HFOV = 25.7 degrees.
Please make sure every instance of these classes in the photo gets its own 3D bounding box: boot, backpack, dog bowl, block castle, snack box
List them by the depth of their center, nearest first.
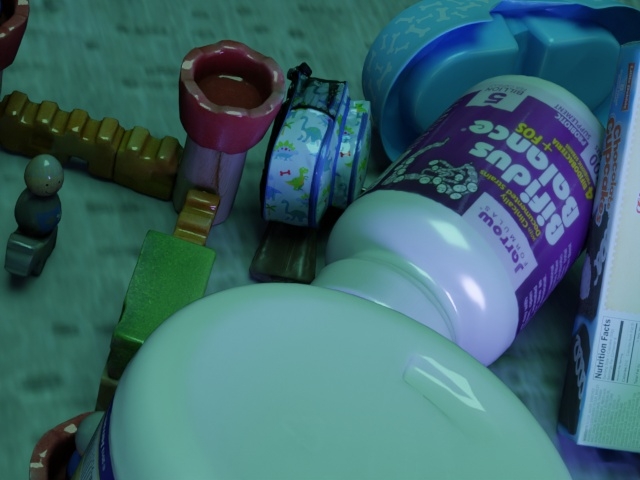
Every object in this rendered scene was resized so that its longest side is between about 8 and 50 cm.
[{"bbox_3d":[-0.216,0.003,1.003,0.303,0.213,0.453,17,48,-3],"label":"block castle"},{"bbox_3d":[0.310,0.014,1.124,0.187,0.060,0.321,9,93,-8],"label":"snack box"},{"bbox_3d":[-0.003,-0.068,1.158,0.084,0.105,0.114,14,47,8],"label":"backpack"},{"bbox_3d":[0.000,0.000,1.190,0.106,0.037,0.114,6,45,5],"label":"boot"},{"bbox_3d":[0.171,-0.157,1.303,0.297,0.166,0.074,-10,43,-24],"label":"dog bowl"}]

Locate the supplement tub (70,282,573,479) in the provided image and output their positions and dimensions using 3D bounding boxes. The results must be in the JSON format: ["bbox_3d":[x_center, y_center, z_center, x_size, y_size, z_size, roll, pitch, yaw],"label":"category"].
[{"bbox_3d":[-0.041,0.212,0.728,0.241,0.331,0.241,20,34,-14],"label":"supplement tub"}]

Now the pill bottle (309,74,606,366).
[{"bbox_3d":[0.110,0.004,1.135,0.169,0.169,0.301,34,49,12],"label":"pill bottle"}]
